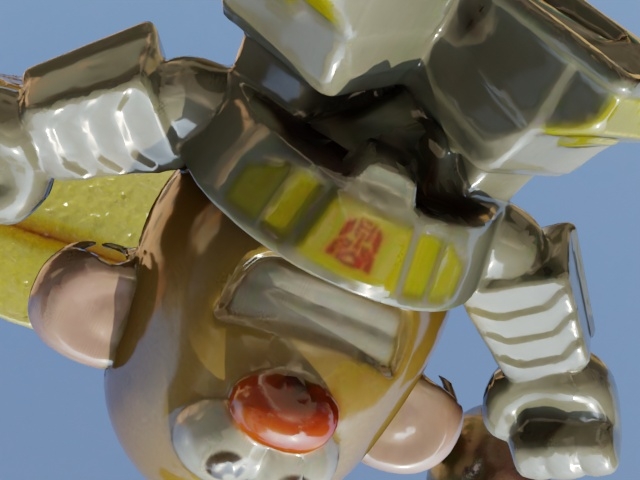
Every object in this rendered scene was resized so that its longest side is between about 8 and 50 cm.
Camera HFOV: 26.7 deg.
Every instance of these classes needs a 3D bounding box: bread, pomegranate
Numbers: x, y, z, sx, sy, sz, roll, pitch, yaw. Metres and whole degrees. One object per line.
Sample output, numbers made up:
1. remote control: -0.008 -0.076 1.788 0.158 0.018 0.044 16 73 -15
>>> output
1. bread: -0.286 -0.027 1.283 0.245 0.233 0.361 34 -163 37
2. pomegranate: 0.148 0.200 1.264 0.129 0.129 0.159 -34 -88 -32

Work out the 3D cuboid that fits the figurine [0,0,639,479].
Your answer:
1. figurine: 0.001 0.000 0.593 0.342 0.285 0.167 34 -156 5
